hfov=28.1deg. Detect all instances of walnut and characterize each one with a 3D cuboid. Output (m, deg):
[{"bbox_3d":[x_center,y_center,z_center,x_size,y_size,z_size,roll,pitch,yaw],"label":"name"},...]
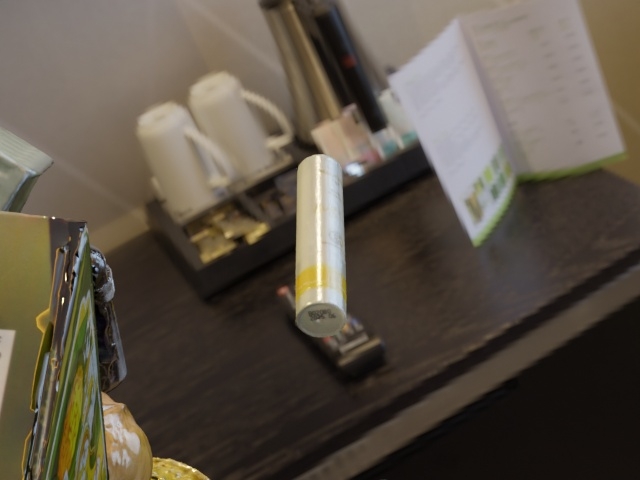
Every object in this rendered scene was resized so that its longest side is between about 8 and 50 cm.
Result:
[{"bbox_3d":[-0.306,0.288,1.562,0.222,0.195,0.195,-56,30,4],"label":"walnut"}]

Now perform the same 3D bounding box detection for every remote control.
[{"bbox_3d":[-0.304,0.108,1.776,0.066,0.266,0.090,-18,45,-25],"label":"remote control"}]

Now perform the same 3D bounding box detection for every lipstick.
[{"bbox_3d":[0.000,0.000,1.486,0.059,0.059,0.264,-17,40,15],"label":"lipstick"}]

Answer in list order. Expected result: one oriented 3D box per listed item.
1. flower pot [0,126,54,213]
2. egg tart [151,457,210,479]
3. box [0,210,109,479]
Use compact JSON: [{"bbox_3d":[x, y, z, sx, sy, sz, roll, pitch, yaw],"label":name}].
[{"bbox_3d":[-0.407,-0.037,1.280,0.239,0.189,0.209,-61,9,-23],"label":"flower pot"},{"bbox_3d":[-0.256,0.407,1.670,0.294,0.123,0.294,-4,66,8],"label":"egg tart"},{"bbox_3d":[-0.246,0.244,0.917,0.138,0.420,0.373,5,52,-3],"label":"box"}]
